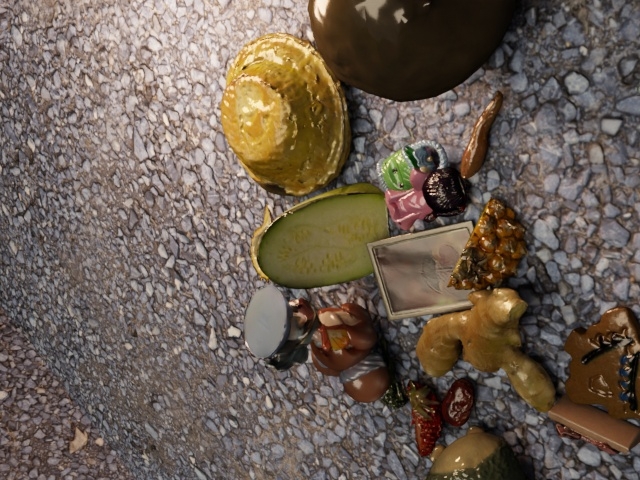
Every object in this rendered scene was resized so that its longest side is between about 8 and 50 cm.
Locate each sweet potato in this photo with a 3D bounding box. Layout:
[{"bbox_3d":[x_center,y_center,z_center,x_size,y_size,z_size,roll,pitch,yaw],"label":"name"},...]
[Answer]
[{"bbox_3d":[0.354,-0.232,1.697,0.050,0.050,0.214,34,124,28],"label":"sweet potato"}]

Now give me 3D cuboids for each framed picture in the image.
[{"bbox_3d":[0.265,0.077,1.890,0.289,0.020,0.211,-12,98,32],"label":"framed picture"}]

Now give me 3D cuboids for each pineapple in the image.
[{"bbox_3d":[0.372,0.049,1.719,0.140,0.164,0.249,28,113,11],"label":"pineapple"}]

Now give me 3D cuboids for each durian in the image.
[{"bbox_3d":[-0.139,0.008,2.250,0.140,0.078,0.224,19,110,51],"label":"durian"}]

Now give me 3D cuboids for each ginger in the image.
[{"bbox_3d":[0.367,0.216,1.807,0.363,0.122,0.348,22,135,43],"label":"ginger"}]

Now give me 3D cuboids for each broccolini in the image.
[{"bbox_3d":[0.178,0.362,2.110,0.074,0.058,0.201,-13,100,38],"label":"broccolini"}]

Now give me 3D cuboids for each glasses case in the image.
[{"bbox_3d":[0.597,0.428,1.716,0.193,0.102,0.070,22,128,35],"label":"glasses case"}]

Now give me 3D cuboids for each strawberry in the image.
[{"bbox_3d":[0.278,0.465,2.050,0.208,0.087,0.167,77,177,-48],"label":"strawberry"}]

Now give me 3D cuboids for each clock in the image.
[{"bbox_3d":[0.239,-0.134,1.811,0.195,0.100,0.194,-15,95,44],"label":"clock"}]

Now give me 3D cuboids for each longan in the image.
[{"bbox_3d":[0.177,-0.480,1.507,0.404,0.404,0.436,45,130,20],"label":"longan"}]

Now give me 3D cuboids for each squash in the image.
[{"bbox_3d":[0.000,0.000,1.941,0.210,0.309,0.233,11,115,40],"label":"squash"}]

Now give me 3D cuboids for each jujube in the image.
[{"bbox_3d":[0.348,0.406,1.961,0.077,0.077,0.129,27,119,33],"label":"jujube"}]

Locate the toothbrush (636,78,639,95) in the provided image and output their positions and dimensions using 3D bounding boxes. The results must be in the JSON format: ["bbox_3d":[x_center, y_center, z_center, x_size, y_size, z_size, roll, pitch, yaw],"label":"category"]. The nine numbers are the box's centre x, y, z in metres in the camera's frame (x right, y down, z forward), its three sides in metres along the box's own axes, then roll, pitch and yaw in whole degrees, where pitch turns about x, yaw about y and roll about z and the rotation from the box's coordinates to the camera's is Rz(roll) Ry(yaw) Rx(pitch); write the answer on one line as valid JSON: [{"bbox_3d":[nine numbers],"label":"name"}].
[{"bbox_3d":[0.605,-0.373,1.420,0.019,0.016,0.219,22,122,37],"label":"toothbrush"}]

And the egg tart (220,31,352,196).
[{"bbox_3d":[-0.118,-0.313,2.012,0.443,0.178,0.443,17,117,37],"label":"egg tart"}]

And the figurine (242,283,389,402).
[{"bbox_3d":[0.000,0.267,2.023,0.277,0.388,0.248,34,107,49],"label":"figurine"}]

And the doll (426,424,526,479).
[{"bbox_3d":[0.410,0.644,1.909,0.247,0.247,0.349,-31,88,46],"label":"doll"}]

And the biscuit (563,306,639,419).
[{"bbox_3d":[0.656,0.285,1.638,0.301,0.043,0.278,31,127,30],"label":"biscuit"}]

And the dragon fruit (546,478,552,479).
[{"bbox_3d":[0.570,0.645,1.832,0.121,0.130,0.142,-148,42,-72],"label":"dragon fruit"}]
